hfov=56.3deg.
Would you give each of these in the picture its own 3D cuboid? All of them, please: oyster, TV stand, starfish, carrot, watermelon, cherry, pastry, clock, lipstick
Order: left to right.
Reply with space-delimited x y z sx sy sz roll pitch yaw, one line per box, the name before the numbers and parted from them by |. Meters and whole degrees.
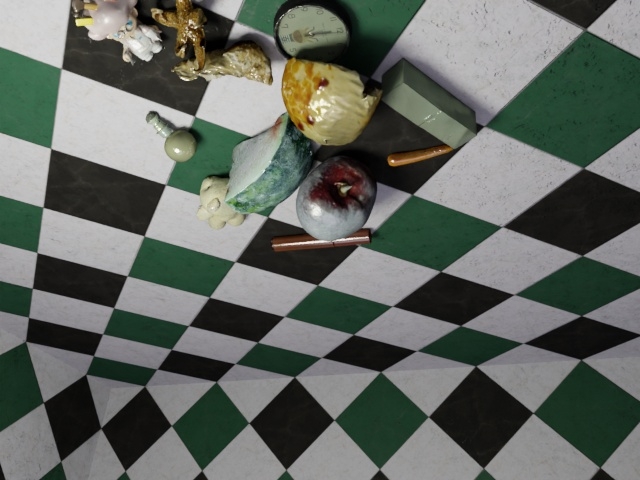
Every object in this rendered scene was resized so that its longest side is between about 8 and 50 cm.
starfish | -0.294 -0.467 1.319 0.146 0.074 0.190 -24 98 45
oyster | -0.227 -0.421 1.423 0.232 0.161 0.107 3 113 6
watermelon | -0.140 -0.226 1.721 0.289 0.213 0.320 -2 124 -60
clock | -0.019 -0.472 1.369 0.184 0.040 0.184 4 148 2
lipstick | 0.000 0.000 2.094 0.356 0.057 0.057 -4 147 15
pastry | 0.012 -0.317 1.439 0.236 0.170 0.256 14 178 -6
cherry | 0.045 -0.116 1.733 0.218 0.255 0.296 30 160 4
carrot | 0.284 -0.245 1.700 0.190 0.037 0.037 -10 145 15
TV stand | 0.275 -0.337 1.503 0.269 0.088 0.082 26 142 -29

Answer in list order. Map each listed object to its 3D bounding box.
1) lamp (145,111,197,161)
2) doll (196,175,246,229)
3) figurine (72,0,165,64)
lamp | -0.421 -0.294 1.672 0.091 0.091 0.163 -23 122 36
doll | -0.311 -0.117 1.914 0.149 0.175 0.278 43 157 10
figurine | -0.448 -0.490 1.338 0.137 0.112 0.229 -36 142 14
